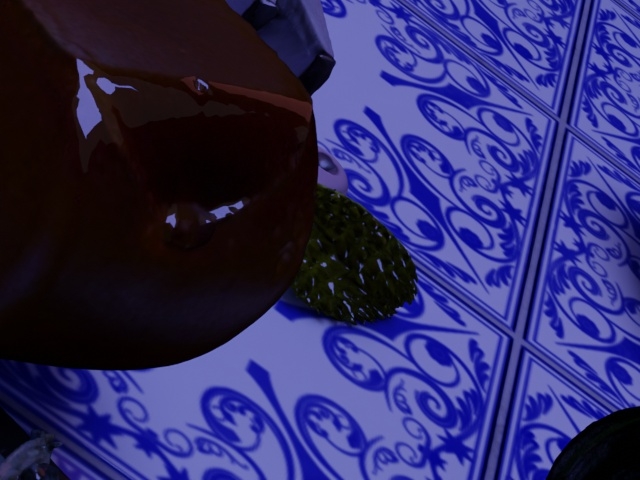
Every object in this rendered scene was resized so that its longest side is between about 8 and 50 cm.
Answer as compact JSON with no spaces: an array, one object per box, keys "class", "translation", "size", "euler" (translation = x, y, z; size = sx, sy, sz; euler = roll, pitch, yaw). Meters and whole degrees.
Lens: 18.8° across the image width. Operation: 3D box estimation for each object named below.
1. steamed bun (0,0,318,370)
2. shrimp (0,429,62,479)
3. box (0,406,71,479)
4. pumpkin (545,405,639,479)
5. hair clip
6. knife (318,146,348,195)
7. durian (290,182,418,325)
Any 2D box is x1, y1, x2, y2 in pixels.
[{"class":"steamed bun","translation":[-0.185,-0.061,1.180],"size":[0.235,0.248,0.379],"euler":[8,30,-42]},{"class":"shrimp","translation":[-0.246,0.170,0.878],"size":[0.247,0.085,0.360],"euler":[24,36,23]},{"class":"box","translation":[-0.185,0.156,1.101],"size":[0.125,0.027,0.126],"euler":[43,28,6]},{"class":"pumpkin","translation":[0.257,0.221,1.384],"size":[0.220,0.162,0.220],"euler":[44,10,-10]},{"class":"hair clip","translation":[-0.052,-0.250,1.812],"size":[0.101,0.085,0.331],"euler":[29,27,-24]},{"class":"knife","translation":[-0.107,-0.064,1.516],"size":[0.336,0.043,0.081],"euler":[6,43,-45]},{"class":"durian","translation":[0.000,0.000,1.512],"size":[0.215,0.086,0.100],"euler":[42,3,-26]}]
